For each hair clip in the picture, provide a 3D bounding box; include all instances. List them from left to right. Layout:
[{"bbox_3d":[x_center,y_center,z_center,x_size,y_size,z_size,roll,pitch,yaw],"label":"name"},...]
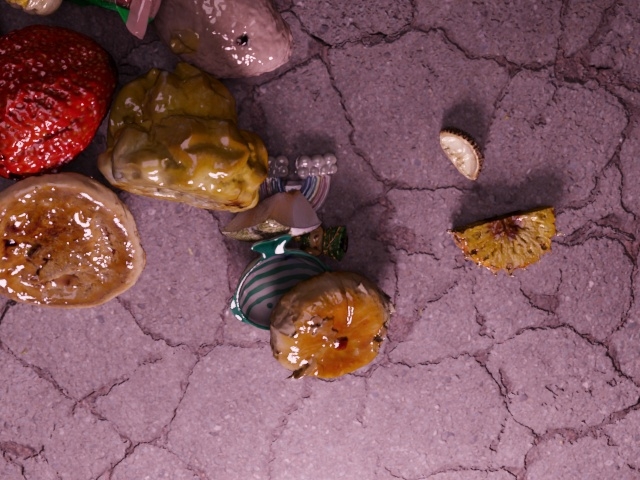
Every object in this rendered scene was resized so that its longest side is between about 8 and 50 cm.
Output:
[{"bbox_3d":[-0.074,-0.106,1.769,0.220,0.054,0.140,-3,98,-7],"label":"hair clip"}]

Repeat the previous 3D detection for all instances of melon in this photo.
[{"bbox_3d":[-0.101,-0.043,1.701,0.202,0.139,0.093,-10,92,1],"label":"melon"}]

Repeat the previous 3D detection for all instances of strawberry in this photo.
[{"bbox_3d":[-0.501,-0.253,1.583,0.288,0.239,0.250,-22,135,-3],"label":"strawberry"}]

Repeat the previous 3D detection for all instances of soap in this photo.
[{"bbox_3d":[-0.379,-0.496,1.581,0.098,0.273,0.218,13,99,-43],"label":"soap"}]

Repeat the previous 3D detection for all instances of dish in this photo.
[{"bbox_3d":[-0.085,0.072,1.752,0.224,0.078,0.246,-16,128,-8],"label":"dish"}]

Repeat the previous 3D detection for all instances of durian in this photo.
[{"bbox_3d":[0.294,-0.181,1.769,0.066,0.052,0.130,-37,99,6],"label":"durian"}]

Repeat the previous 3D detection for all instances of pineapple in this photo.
[{"bbox_3d":[0.385,0.014,1.791,0.233,0.079,0.135,-11,101,-1],"label":"pineapple"}]

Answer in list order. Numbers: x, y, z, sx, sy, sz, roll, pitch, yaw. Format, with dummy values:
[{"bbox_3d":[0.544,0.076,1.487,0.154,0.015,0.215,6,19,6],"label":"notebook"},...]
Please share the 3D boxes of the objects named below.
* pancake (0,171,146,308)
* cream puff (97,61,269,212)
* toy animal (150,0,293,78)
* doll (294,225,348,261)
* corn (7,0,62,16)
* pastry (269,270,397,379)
[{"bbox_3d":[-0.506,0.019,1.672,0.355,0.065,0.356,-6,138,-5],"label":"pancake"},{"bbox_3d":[-0.245,-0.198,1.615,0.291,0.324,0.257,9,84,-28],"label":"cream puff"},{"bbox_3d":[-0.220,-0.454,1.634,0.226,0.188,0.359,-32,92,3],"label":"toy animal"},{"bbox_3d":[0.007,-0.002,1.790,0.113,0.076,0.078,12,109,29],"label":"doll"},{"bbox_3d":[-0.473,-0.549,1.545,0.122,0.123,0.305,23,96,-7],"label":"corn"},{"bbox_3d":[0.020,0.174,1.738,0.235,0.121,0.257,18,116,-33],"label":"pastry"}]
